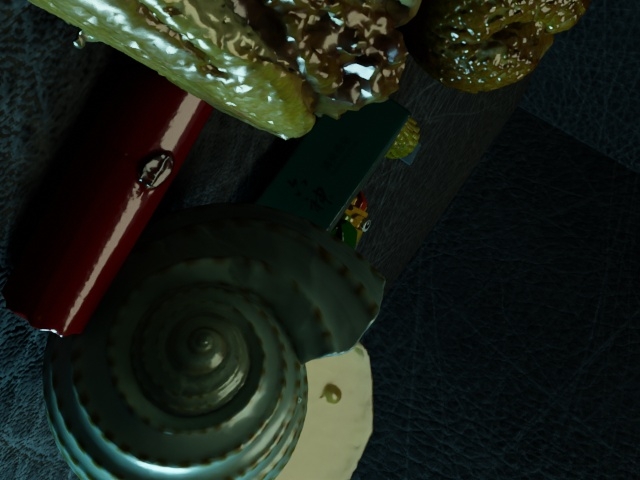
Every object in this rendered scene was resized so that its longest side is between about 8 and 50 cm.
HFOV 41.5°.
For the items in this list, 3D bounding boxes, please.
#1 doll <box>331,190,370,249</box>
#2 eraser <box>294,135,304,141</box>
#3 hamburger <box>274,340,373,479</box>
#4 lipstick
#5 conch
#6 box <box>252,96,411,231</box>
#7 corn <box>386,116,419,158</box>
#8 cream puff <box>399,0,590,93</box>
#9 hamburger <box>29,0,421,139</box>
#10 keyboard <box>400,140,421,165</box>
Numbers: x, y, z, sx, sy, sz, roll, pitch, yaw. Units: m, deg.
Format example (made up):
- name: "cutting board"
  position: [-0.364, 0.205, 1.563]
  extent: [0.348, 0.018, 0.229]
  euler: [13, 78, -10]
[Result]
- name: "doll"
  position: [0.002, -0.008, 1.192]
  extent: [0.186, 0.106, 0.134]
  euler: [-28, 136, -50]
- name: "eraser"
  position: [-0.028, -0.139, 0.965]
  extent: [0.027, 0.019, 0.099]
  euler: [-55, 172, -6]
- name: "hamburger"
  position: [-0.090, 0.196, 1.052]
  extent: [0.276, 0.237, 0.276]
  euler: [-9, 105, -38]
- name: "lipstick"
  position: [-0.128, -0.067, 0.591]
  extent: [0.279, 0.073, 0.073]
  euler: [-60, 169, 5]
- name: "conch"
  position: [-0.108, 0.081, 0.740]
  extent: [0.303, 0.215, 0.319]
  euler: [-48, -162, -20]
- name: "box"
  position: [-0.004, -0.065, 1.035]
  extent: [0.245, 0.092, 0.153]
  euler: [-55, 178, -17]
- name: "corn"
  position: [0.105, -0.170, 1.318]
  extent: [0.080, 0.080, 0.231]
  euler: [-60, 169, 10]
- name: "cream puff"
  position: [0.246, -0.334, 1.130]
  extent: [0.303, 0.212, 0.303]
  euler: [-54, 173, -9]
- name: "hamburger"
  position: [-0.055, -0.147, 0.431]
  extent: [0.155, 0.245, 0.282]
  euler: [-62, -173, 4]
- name: "keyboard"
  position: [0.188, -0.192, 1.791]
  extent: [0.055, 0.014, 0.176]
  euler: [-60, 169, 7]
